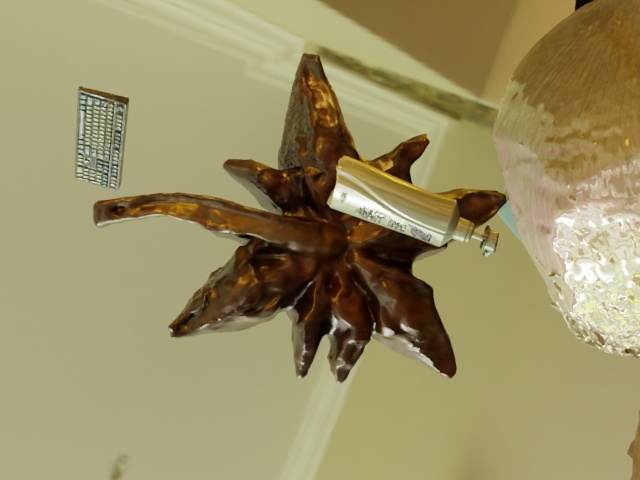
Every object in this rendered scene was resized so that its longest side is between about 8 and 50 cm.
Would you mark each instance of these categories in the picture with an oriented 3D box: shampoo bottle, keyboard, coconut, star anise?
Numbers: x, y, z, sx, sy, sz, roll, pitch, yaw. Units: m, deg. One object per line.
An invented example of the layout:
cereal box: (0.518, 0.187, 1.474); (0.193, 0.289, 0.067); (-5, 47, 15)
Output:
shampoo bottle: (0.075, -0.023, 0.939); (0.034, 0.141, 0.049); (-66, -5, -48)
keyboard: (-0.244, -0.110, 1.315); (0.176, 0.055, 0.014); (113, 173, -58)
coconut: (0.373, -0.110, 1.235); (0.404, 0.404, 0.404); (-50, -26, -37)
star anise: (0.000, -0.001, 1.048); (0.292, 0.349, 0.109); (-56, 9, -24)

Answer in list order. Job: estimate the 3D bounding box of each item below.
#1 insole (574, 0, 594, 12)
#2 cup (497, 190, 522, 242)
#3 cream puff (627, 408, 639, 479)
insole: (0.372, -0.177, 1.548); (0.119, 0.009, 0.348); (-29, -67, -41)
cup: (0.378, 0.001, 1.800); (0.148, 0.236, 0.134); (-47, 3, -20)
cream puff: (0.369, 0.179, 0.820); (0.327, 0.231, 0.343); (-106, 20, -59)
